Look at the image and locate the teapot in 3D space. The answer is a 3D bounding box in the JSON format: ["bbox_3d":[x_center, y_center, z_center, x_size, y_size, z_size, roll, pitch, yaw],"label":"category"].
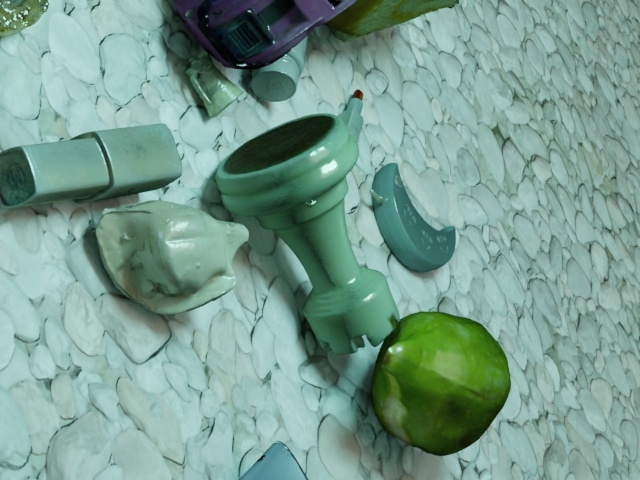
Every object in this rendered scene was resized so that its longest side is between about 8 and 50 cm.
[{"bbox_3d":[-0.150,-0.211,1.915,0.083,0.057,0.067,54,30,-8],"label":"teapot"}]

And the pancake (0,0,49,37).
[{"bbox_3d":[-0.415,-0.351,1.601,0.282,0.049,0.282,33,45,-41],"label":"pancake"}]

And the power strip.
[{"bbox_3d":[0.140,-0.030,2.249,0.216,0.044,0.137,44,40,-35],"label":"power strip"}]

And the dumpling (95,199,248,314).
[{"bbox_3d":[-0.174,0.020,1.686,0.199,0.118,0.136,1,83,-27],"label":"dumpling"}]

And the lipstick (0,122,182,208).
[{"bbox_3d":[-0.267,-0.083,1.634,0.253,0.079,0.077,-16,86,-57],"label":"lipstick"}]

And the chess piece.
[{"bbox_3d":[0.000,0.000,1.907,0.299,0.194,0.194,66,30,-21],"label":"chess piece"}]

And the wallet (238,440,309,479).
[{"bbox_3d":[-0.074,0.361,1.666,0.170,0.069,0.231,59,38,-6],"label":"wallet"}]

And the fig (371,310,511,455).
[{"bbox_3d":[0.149,0.179,1.948,0.275,0.206,0.206,46,34,-62],"label":"fig"}]

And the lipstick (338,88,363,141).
[{"bbox_3d":[0.050,-0.197,2.228,0.030,0.030,0.129,48,37,-29],"label":"lipstick"}]

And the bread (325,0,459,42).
[{"bbox_3d":[0.071,-0.442,2.189,0.395,0.264,0.239,114,-45,-82],"label":"bread"}]

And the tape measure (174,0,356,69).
[{"bbox_3d":[-0.076,-0.350,1.923,0.149,0.245,0.231,49,10,-34],"label":"tape measure"}]

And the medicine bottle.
[{"bbox_3d":[-0.061,-0.269,2.057,0.080,0.080,0.130,41,41,-37],"label":"medicine bottle"}]
